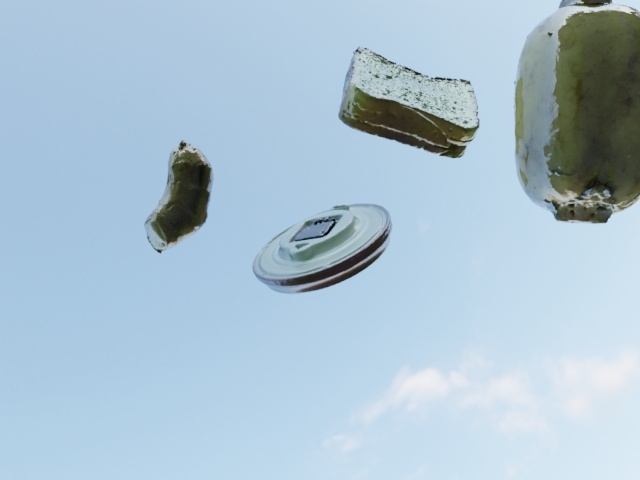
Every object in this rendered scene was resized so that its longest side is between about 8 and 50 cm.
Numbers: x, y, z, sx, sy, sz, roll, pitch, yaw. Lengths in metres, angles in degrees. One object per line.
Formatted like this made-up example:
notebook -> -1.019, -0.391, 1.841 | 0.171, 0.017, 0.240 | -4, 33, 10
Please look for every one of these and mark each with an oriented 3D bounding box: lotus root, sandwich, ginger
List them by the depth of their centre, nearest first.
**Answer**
lotus root -> 0.314, -0.163, 0.558 | 0.160, 0.146, 0.284 | 4, -95, -14
sandwich -> 0.140, -0.221, 0.753 | 0.215, 0.186, 0.065 | 18, -48, -4
ginger -> -0.225, -0.068, 0.772 | 0.095, 0.069, 0.190 | 14, -95, -20

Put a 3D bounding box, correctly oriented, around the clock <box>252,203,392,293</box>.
clock -> 0.000, 0.000, 1.018 | 0.318, 0.318, 0.080 | -29, -67, -19
